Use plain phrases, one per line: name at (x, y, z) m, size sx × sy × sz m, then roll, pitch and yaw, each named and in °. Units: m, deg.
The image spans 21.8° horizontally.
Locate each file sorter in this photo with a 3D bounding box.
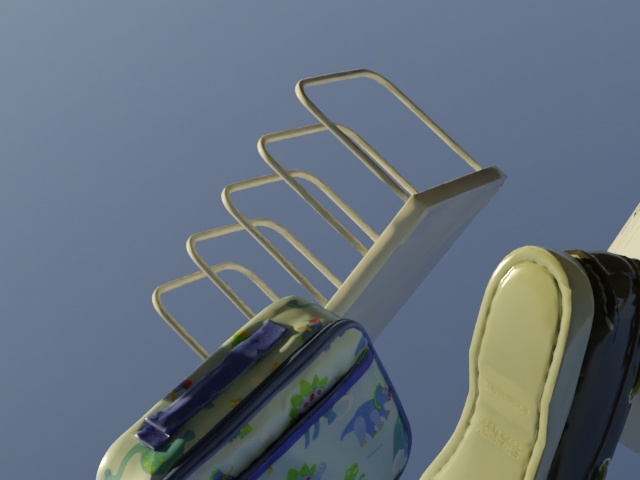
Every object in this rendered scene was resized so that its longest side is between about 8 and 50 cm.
file sorter at (0.000, 0.000, 1.558) m, size 0.173 × 0.277 × 0.193 m, roll 44°, pitch -154°, yaw 14°

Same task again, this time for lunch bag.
lunch bag at (-0.042, 0.156, 1.156) m, size 0.219 × 0.176 × 0.090 m, roll -41°, pitch -139°, yaw -25°

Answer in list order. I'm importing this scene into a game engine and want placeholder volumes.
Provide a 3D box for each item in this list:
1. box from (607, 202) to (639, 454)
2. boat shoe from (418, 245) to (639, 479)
box at (0.243, 0.030, 0.992) m, size 0.119 × 0.181 × 0.182 m, roll 31°, pitch -162°, yaw -3°
boat shoe at (0.098, 0.110, 0.787) m, size 0.069 × 0.227 × 0.081 m, roll 1°, pitch -153°, yaw -35°
